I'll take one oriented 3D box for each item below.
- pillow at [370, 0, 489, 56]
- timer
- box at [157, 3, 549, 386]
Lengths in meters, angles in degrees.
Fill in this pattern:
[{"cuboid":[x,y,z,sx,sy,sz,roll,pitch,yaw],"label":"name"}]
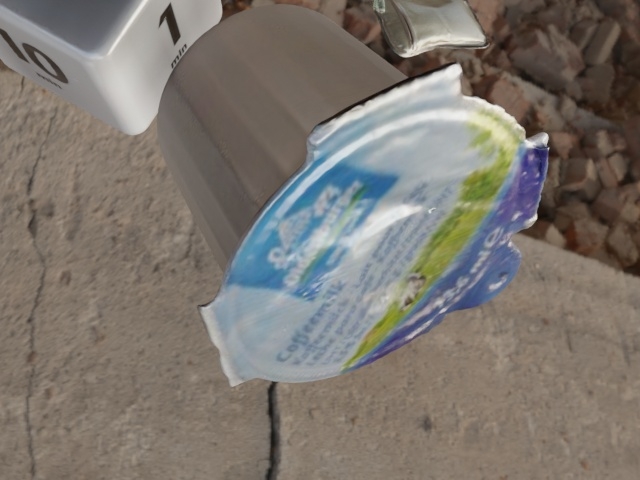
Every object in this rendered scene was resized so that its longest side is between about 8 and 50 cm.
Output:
[{"cuboid":[0.187,-0.372,1.281,0.232,0.038,0.131,-14,73,-34],"label":"pillow"},{"cuboid":[-0.232,-0.255,0.775,0.192,0.195,0.194,30,79,5],"label":"timer"},{"cuboid":[0.015,-0.054,0.581,0.291,0.262,0.206,7,36,-45],"label":"box"}]
